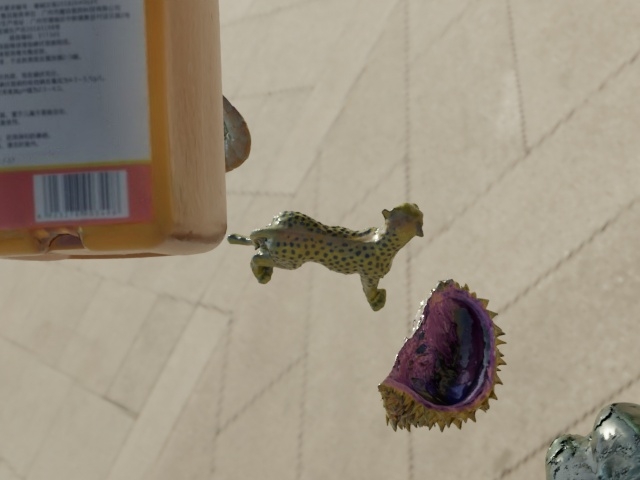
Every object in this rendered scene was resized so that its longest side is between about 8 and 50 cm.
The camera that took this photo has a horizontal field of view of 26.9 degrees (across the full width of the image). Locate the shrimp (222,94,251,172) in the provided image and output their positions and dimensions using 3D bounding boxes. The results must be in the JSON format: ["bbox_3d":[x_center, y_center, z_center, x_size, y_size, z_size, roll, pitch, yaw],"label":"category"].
[{"bbox_3d":[-0.108,-0.091,1.151,0.114,0.083,0.023,-23,5,38],"label":"shrimp"}]

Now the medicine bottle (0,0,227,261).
[{"bbox_3d":[-0.114,-0.102,0.674,0.149,0.112,0.222,11,-103,-82],"label":"medicine bottle"}]

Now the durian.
[{"bbox_3d":[0.159,0.180,1.842,0.260,0.153,0.186,-56,4,-34],"label":"durian"}]

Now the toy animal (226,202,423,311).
[{"bbox_3d":[0.000,0.000,1.281,0.136,0.181,0.073,105,176,-68],"label":"toy animal"}]

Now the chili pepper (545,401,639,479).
[{"bbox_3d":[0.423,0.359,1.812,0.233,0.249,0.257,-21,27,-1],"label":"chili pepper"}]
